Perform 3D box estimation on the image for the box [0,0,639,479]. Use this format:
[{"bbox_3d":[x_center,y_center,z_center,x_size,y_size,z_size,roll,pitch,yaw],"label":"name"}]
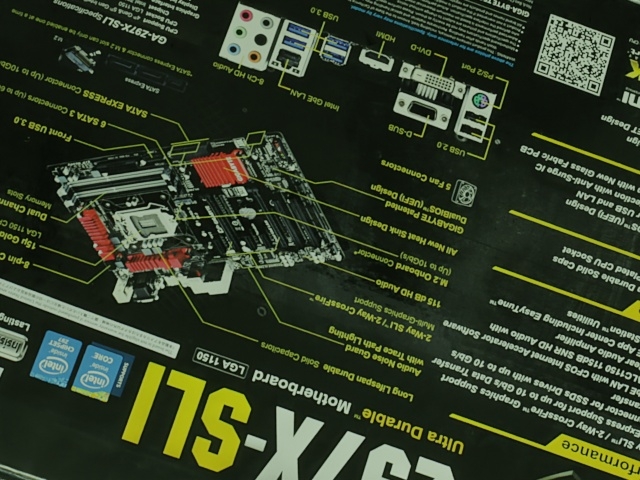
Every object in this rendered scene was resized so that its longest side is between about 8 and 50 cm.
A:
[{"bbox_3d":[0.000,0.000,0.632,0.322,0.079,0.257,19,71,-3],"label":"box"}]
